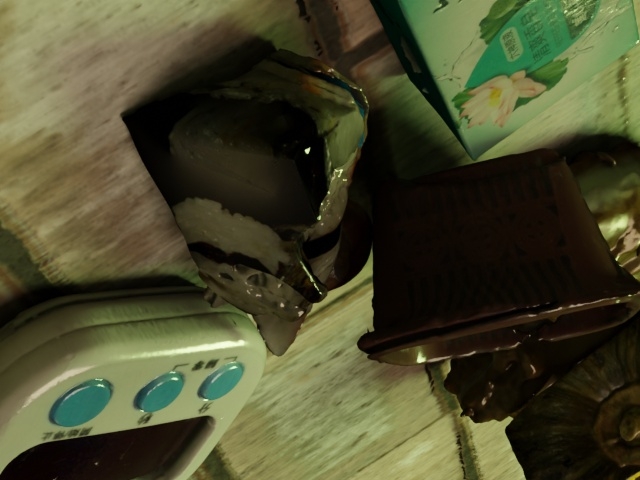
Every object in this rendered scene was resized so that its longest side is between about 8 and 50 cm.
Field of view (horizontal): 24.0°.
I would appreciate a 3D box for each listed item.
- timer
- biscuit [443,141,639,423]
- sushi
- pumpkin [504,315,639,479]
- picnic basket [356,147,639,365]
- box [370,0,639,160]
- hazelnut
[{"bbox_3d":[-0.179,0.133,1.163,0.262,0.087,0.237,-3,139,-46],"label":"timer"},{"bbox_3d":[0.261,0.035,1.481,0.268,0.115,0.366,-23,153,-23],"label":"biscuit"},{"bbox_3d":[-0.025,-0.027,1.055,0.109,0.134,0.273,-58,153,-27],"label":"sushi"},{"bbox_3d":[0.340,0.168,1.516,0.280,0.139,0.190,-38,154,11],"label":"pumpkin"},{"bbox_3d":[0.136,0.016,1.175,0.222,0.129,0.297,-11,172,8],"label":"picnic basket"},{"bbox_3d":[0.114,-0.172,0.987,0.153,0.092,0.245,-36,154,2],"label":"box"},{"bbox_3d":[0.000,0.000,1.168,0.086,0.086,0.086,-27,153,-15],"label":"hazelnut"}]
